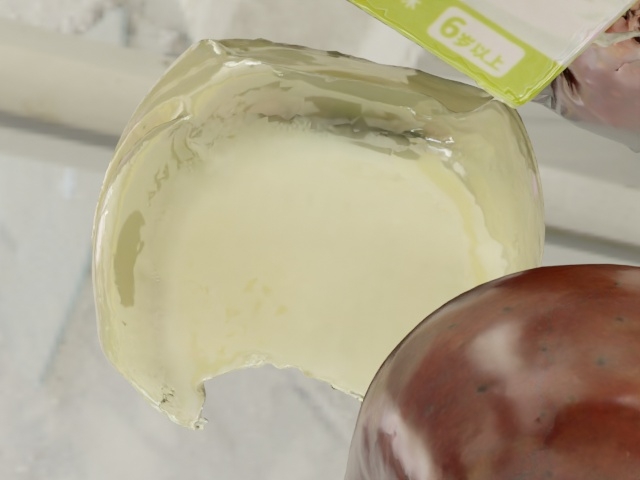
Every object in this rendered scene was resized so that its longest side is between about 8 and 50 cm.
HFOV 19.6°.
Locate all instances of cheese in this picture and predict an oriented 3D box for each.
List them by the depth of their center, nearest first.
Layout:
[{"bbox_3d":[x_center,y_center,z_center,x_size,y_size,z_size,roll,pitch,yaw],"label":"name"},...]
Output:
[{"bbox_3d":[0.000,0.000,1.089,0.127,0.266,0.233,-87,10,-66],"label":"cheese"}]

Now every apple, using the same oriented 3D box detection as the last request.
[{"bbox_3d":[0.102,0.128,0.612,0.234,0.234,0.234,0,90,43],"label":"apple"}]

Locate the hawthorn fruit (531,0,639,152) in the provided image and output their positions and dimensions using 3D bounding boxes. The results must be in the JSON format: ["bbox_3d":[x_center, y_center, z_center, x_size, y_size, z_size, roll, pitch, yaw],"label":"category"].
[{"bbox_3d":[0.241,-0.214,1.306,0.316,0.316,0.316,0,90,43],"label":"hawthorn fruit"}]

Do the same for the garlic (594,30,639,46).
[{"bbox_3d":[0.091,-0.277,0.967,0.231,0.246,0.340,48,138,39],"label":"garlic"}]

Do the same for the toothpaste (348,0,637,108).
[{"bbox_3d":[0.098,-0.166,0.374,0.327,0.110,0.077,-43,26,37],"label":"toothpaste"}]
